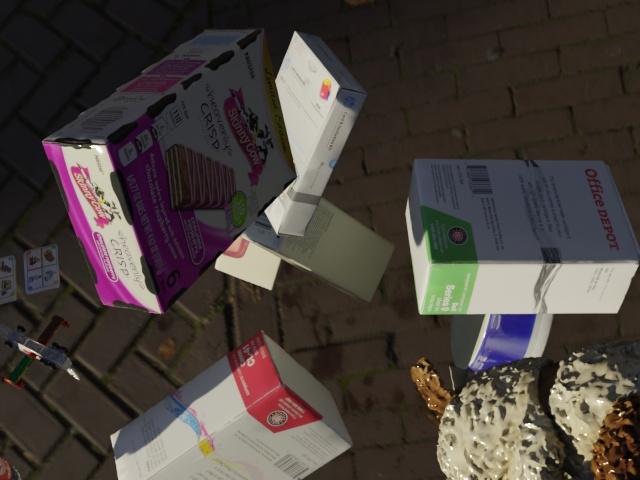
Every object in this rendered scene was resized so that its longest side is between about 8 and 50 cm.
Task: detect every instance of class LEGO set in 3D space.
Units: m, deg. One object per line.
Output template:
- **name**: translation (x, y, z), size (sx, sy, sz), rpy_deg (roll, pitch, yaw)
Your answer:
- **LEGO set**: translation (-0.441, 0.132, 1.342), size (0.182, 0.060, 0.244), rpy_deg (-15, 54, -4)

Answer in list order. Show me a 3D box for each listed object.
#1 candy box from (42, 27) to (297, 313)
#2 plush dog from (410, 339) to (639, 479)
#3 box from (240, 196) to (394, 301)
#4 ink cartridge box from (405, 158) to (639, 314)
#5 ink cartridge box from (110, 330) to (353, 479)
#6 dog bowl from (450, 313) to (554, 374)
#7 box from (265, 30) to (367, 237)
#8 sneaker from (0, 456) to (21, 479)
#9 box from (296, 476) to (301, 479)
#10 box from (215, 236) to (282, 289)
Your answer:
- **candy box**: translation (-0.116, -0.068, 0.832), size (0.071, 0.159, 0.233), rpy_deg (6, 36, 28)
- **plush dog**: translation (0.221, 0.160, 0.856), size (0.225, 0.262, 0.211), rpy_deg (-28, 94, 28)
- **box**: translation (0.000, 0.000, 1.521), size (0.094, 0.275, 0.113), rpy_deg (21, 82, 38)
- **ink cartridge box**: translation (0.279, -0.007, 1.370), size (0.289, 0.121, 0.211), rpy_deg (1, 47, -3)
- **ink cartridge box**: translation (-0.139, 0.315, 1.509), size (0.306, 0.226, 0.131), rpy_deg (-34, 44, 8)
- **dog bowl**: translation (0.306, 0.101, 1.624), size (0.104, 0.265, 0.265), rpy_deg (10, 73, -5)
- **box**: translation (-0.024, -0.120, 1.078), size (0.145, 0.038, 0.186), rpy_deg (58, 133, 48)
- **sneaker**: translation (-0.598, 0.395, 1.339), size (0.350, 0.148, 0.131), rpy_deg (-29, 62, -21)
- **box**: translation (0.011, 0.415, 1.213), size (0.036, 0.136, 0.225), rpy_deg (-1, 23, -21)
- **box**: translation (-0.107, -0.046, 1.857), size (0.127, 0.232, 0.149), rpy_deg (20, 43, 1)
